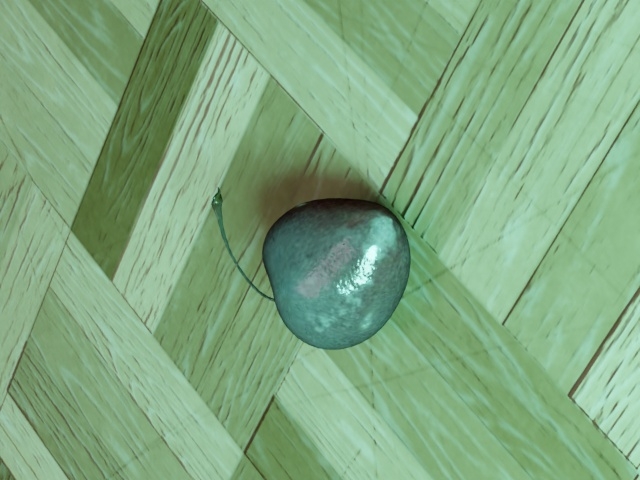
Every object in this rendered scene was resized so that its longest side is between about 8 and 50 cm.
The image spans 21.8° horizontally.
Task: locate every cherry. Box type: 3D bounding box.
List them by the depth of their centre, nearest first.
[{"bbox_3d":[0.002,-0.003,1.413,0.188,0.115,0.148,68,156,20],"label":"cherry"}]
